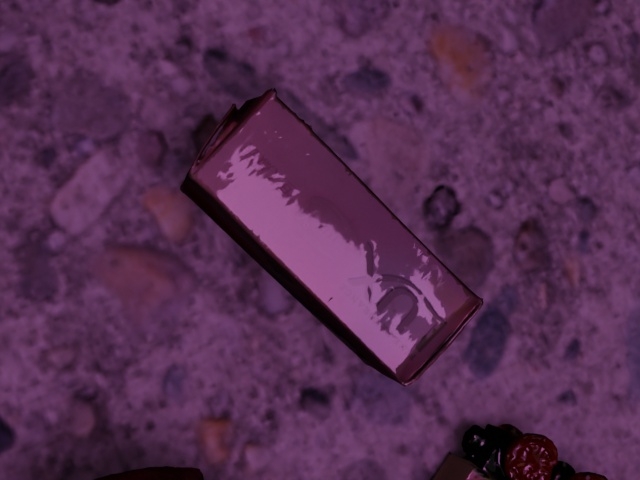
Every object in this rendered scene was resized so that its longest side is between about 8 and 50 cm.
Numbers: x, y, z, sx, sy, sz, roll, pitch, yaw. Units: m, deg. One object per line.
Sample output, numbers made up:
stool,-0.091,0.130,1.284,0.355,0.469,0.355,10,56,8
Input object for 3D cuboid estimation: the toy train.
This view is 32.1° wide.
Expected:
toy train,0.122,0.160,0.603,0.138,0.050,0.087,36,82,-9

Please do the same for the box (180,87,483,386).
box,0.000,0.000,0.556,0.060,0.111,0.156,-45,95,-6

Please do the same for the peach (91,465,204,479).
peach,-0.054,0.198,0.483,0.226,0.190,0.196,-1,76,-7
